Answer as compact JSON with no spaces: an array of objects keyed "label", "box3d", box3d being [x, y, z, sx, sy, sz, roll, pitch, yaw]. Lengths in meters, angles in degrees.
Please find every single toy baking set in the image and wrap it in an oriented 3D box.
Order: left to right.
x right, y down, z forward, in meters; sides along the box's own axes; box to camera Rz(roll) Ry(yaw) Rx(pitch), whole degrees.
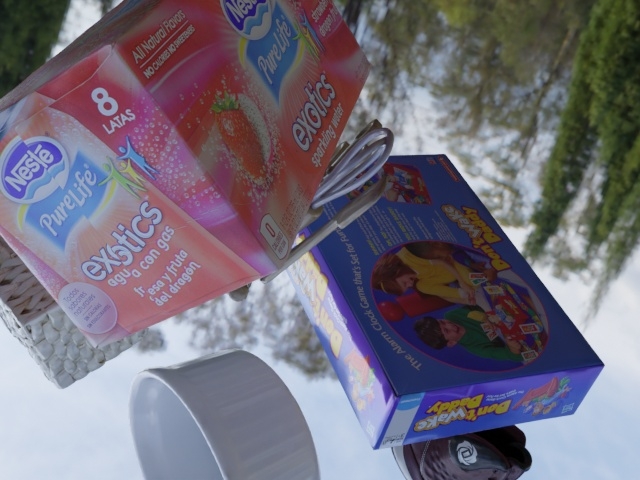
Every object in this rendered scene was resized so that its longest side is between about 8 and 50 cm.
[{"label":"toy baking set","box3d":[-0.018,-0.029,0.771,0.030,0.197,0.256,43,-172,-13]}]

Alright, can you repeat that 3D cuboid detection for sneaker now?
[{"label":"sneaker","box3d":[0.210,0.323,1.116,0.106,0.162,0.281,-30,-91,-48]}]

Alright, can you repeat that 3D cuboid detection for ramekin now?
[{"label":"ramekin","box3d":[-0.119,0.271,1.152,0.135,0.277,0.277,-19,-141,-32]}]

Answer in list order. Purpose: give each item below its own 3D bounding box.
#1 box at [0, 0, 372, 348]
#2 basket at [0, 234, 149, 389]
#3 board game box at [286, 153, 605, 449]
[{"label":"box","box3d":[-0.084,-0.093,0.607,0.154,0.142,0.300,56,-152,-20]},{"label":"basket","box3d":[-0.227,0.044,0.803,0.113,0.167,0.103,-33,-113,-19]},{"label":"board game box","box3d":[0.099,0.042,0.967,0.233,0.078,0.347,-4,-138,-24]}]
